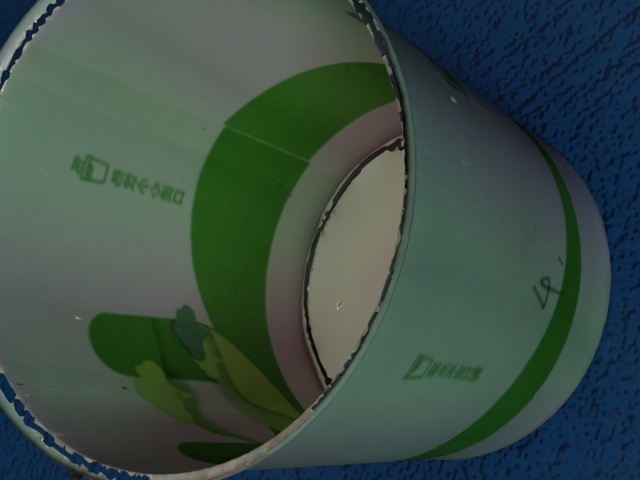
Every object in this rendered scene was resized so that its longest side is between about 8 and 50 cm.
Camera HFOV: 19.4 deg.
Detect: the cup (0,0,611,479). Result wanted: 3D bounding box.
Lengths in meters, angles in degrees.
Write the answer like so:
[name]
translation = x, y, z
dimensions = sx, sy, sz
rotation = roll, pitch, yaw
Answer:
[cup]
translation = 0.000, 0.000, 0.904
dimensions = 0.253, 0.274, 0.253
rotation = -7, 77, 33
